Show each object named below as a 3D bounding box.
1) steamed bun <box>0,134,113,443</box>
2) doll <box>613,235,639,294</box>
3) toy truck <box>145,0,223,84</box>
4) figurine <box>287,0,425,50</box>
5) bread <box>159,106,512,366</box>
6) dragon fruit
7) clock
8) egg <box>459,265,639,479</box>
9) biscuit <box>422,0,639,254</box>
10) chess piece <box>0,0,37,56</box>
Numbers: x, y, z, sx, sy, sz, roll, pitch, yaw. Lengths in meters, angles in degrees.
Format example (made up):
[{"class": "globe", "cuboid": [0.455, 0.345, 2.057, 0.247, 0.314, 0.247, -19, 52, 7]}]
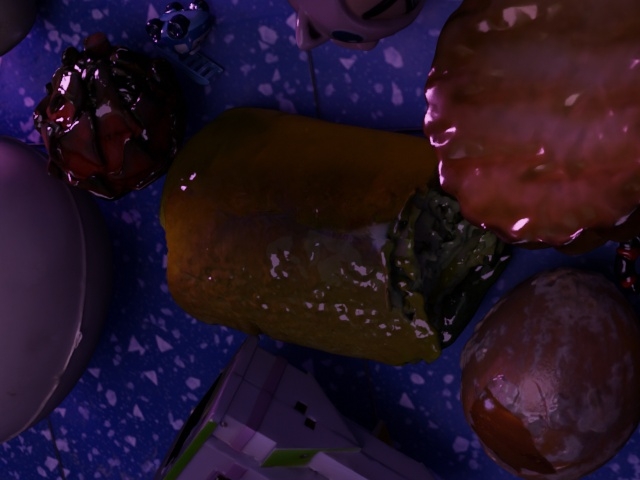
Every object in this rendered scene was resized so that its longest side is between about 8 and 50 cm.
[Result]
[{"class": "steamed bun", "cuboid": [-0.409, 0.060, 1.845, 0.334, 0.334, 0.374, 31, 107, 15]}, {"class": "doll", "cuboid": [0.326, -0.042, 1.523, 0.088, 0.127, 0.249, 3, 112, 64]}, {"class": "toy truck", "cuboid": [-0.147, -0.217, 1.737, 0.073, 0.056, 0.090, 0, 125, 39]}, {"class": "figurine", "cuboid": [0.042, -0.324, 1.515, 0.186, 0.176, 0.288, 18, 107, 51]}, {"class": "bread", "cuboid": [0.000, 0.000, 1.664, 0.376, 0.208, 0.251, 13, 112, 29]}, {"class": "dragon fruit", "cuboid": [-0.230, -0.134, 1.729, 0.182, 0.188, 0.182, -7, 76, 30]}, {"class": "clock", "cuboid": [-0.012, 0.279, 1.779, 0.309, 0.166, 0.235, 32, 136, -5]}, {"class": "egg", "cuboid": [0.239, 0.135, 1.586, 0.195, 0.195, 0.233, 26, 124, 18]}, {"class": "biscuit", "cuboid": [0.246, -0.143, 1.450, 0.325, 0.107, 0.326, -13, 69, 36]}, {"class": "chess piece", "cuboid": [-0.472, -0.211, 1.825, 0.330, 0.182, 0.182, -38, 90, 16]}]
